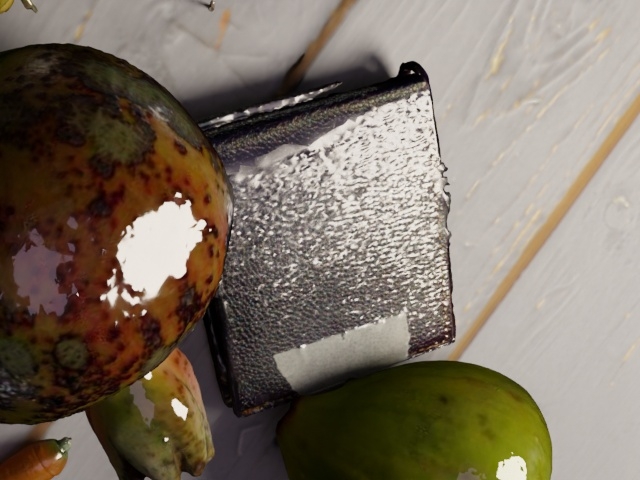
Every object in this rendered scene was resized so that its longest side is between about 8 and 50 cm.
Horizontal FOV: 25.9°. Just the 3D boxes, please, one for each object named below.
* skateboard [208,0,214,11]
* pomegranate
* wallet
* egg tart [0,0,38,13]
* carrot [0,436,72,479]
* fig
[{"bbox_3d":[-0.092,-0.220,1.065,0.063,0.032,0.083,9,101,-12],"label":"skateboard"},{"bbox_3d":[-0.172,0.038,0.981,0.285,0.285,0.341,-33,114,-7],"label":"pomegranate"},{"bbox_3d":[0.000,0.000,1.151,0.221,0.071,0.262,-19,115,-19],"label":"wallet"},{"bbox_3d":[-0.292,-0.225,0.879,0.339,0.153,0.351,35,87,-49],"label":"egg tart"},{"bbox_3d":[-0.261,0.201,1.133,0.142,0.035,0.035,-32,115,0],"label":"carrot"},{"bbox_3d":[0.076,0.181,1.167,0.225,0.203,0.203,28,96,-4],"label":"fig"}]
